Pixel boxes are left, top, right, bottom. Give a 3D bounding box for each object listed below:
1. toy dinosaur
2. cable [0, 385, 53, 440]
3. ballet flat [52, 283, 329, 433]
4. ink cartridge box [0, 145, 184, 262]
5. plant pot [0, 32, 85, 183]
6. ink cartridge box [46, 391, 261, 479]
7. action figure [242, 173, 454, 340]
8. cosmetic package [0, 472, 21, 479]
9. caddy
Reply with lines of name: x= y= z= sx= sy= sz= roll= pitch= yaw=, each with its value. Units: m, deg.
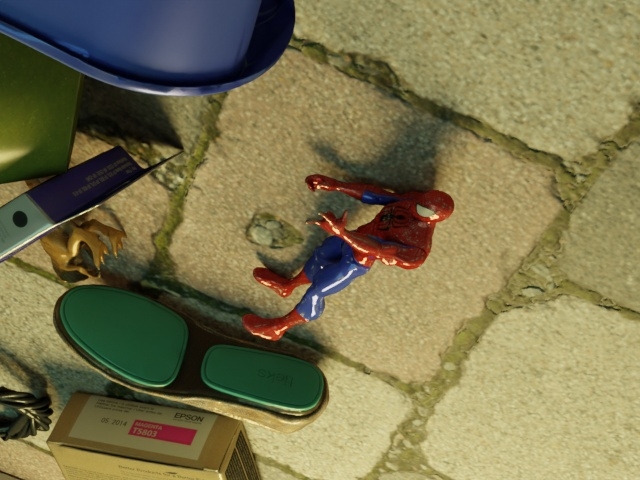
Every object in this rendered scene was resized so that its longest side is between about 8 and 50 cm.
toy dinosaur: x=-0.269 y=-0.011 z=1.382 sx=0.112 sy=0.064 sz=0.211 roll=9 pitch=139 yaw=17
cable: x=-0.416 y=0.213 z=1.712 sx=0.151 sy=0.047 sz=0.184 roll=6 pitch=153 yaw=-1
ballet flat: x=-0.147 y=0.143 z=1.475 sx=0.316 sy=0.107 sz=0.106 roll=22 pitch=154 yaw=1
ink cartridge box: x=-0.250 y=-0.030 z=1.225 sx=0.208 sy=0.206 sz=0.045 roll=-26 pitch=98 yaw=20
plant pot: x=-0.352 y=-0.149 z=1.139 sx=0.294 sy=0.274 sz=0.274 roll=10 pitch=141 yaw=-9
ink cartridge box: x=-0.200 y=0.294 z=1.673 sx=0.235 sy=0.088 sz=0.193 roll=7 pitch=137 yaw=18
action figure: x=0.000 y=0.000 z=1.244 sx=0.139 sy=0.091 sz=0.280 roll=30 pitch=141 yaw=-29
cosmetic package: x=-0.485 y=0.454 z=1.876 sx=0.224 sy=0.224 sz=0.138 roll=21 pitch=140 yaw=2
caddy: x=-0.165 y=-0.238 z=0.945 sx=0.341 sy=0.241 sz=0.179 roll=26 pitch=134 yaw=-4
